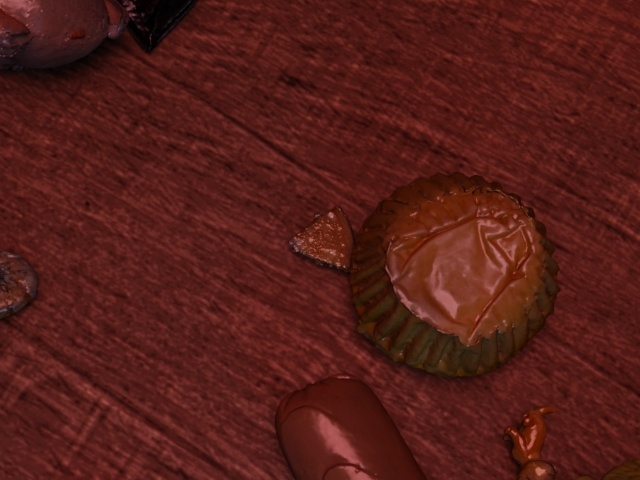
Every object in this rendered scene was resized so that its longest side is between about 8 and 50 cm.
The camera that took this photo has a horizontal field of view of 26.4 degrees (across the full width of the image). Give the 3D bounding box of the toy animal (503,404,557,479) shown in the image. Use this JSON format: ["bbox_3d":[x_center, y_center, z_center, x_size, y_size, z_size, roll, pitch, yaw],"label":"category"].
[{"bbox_3d":[0.238,0.229,1.476,0.081,0.060,0.083,-32,69,-11],"label":"toy animal"}]

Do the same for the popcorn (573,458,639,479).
[{"bbox_3d":[0.315,0.341,1.321,0.292,0.237,0.293,2,58,-3],"label":"popcorn"}]

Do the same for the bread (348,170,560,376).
[{"bbox_3d":[0.150,0.029,1.489,0.239,0.139,0.240,2,71,-6],"label":"bread"}]

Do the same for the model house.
[{"bbox_3d":[-0.198,-0.335,1.578,0.106,0.152,0.165,-32,78,-19],"label":"model house"}]

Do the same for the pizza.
[{"bbox_3d":[0.000,0.000,1.547,0.078,0.025,0.083,-2,66,-9],"label":"pizza"}]

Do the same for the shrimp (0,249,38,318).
[{"bbox_3d":[-0.390,0.067,1.501,0.161,0.034,0.091,-34,66,-20],"label":"shrimp"}]

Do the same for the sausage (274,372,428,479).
[{"bbox_3d":[0.062,0.281,1.412,0.121,0.121,0.304,-28,77,-12],"label":"sausage"}]

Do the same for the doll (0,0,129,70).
[{"bbox_3d":[-0.375,-0.291,1.571,0.201,0.156,0.303,-12,44,-47],"label":"doll"}]
